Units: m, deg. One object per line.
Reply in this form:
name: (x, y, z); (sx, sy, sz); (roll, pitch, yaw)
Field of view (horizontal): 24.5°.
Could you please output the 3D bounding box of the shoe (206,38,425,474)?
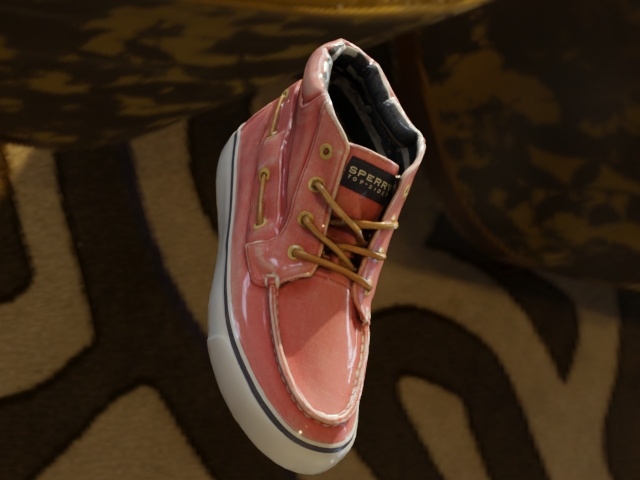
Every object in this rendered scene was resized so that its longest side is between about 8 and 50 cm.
shoe: (0.000, 0.000, 0.590); (0.063, 0.081, 0.178); (20, 42, -28)
